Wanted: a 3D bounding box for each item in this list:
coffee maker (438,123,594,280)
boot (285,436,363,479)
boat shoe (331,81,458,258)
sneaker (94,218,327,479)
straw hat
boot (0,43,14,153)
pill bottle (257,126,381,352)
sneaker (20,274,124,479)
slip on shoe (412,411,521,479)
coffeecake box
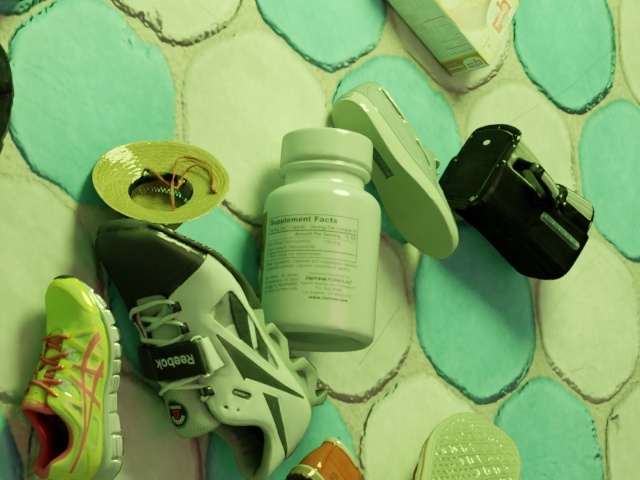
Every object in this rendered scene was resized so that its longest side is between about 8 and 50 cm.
[{"bbox_3d":[0.230,-0.029,2.278,0.171,0.120,0.178,-45,120,6],"label":"coffee maker"},{"bbox_3d":[0.032,0.293,2.050,0.158,0.059,0.084,59,44,-17],"label":"boot"},{"bbox_3d":[0.103,-0.088,2.167,0.081,0.079,0.227,-42,102,-42],"label":"boat shoe"},{"bbox_3d":[-0.123,0.118,1.884,0.330,0.122,0.146,48,51,-27],"label":"sneaker"},{"bbox_3d":[-0.166,-0.040,1.912,0.144,0.144,0.061,-37,150,-42],"label":"straw hat"},{"bbox_3d":[-0.402,-0.108,1.428,0.146,0.445,0.367,39,57,-33],"label":"boot"},{"bbox_3d":[0.000,0.000,2.021,0.131,0.131,0.229,17,71,-41],"label":"pill bottle"},{"bbox_3d":[-0.248,0.137,1.789,0.094,0.081,0.209,-4,86,-42],"label":"sneaker"},{"bbox_3d":[0.143,0.311,2.115,0.123,0.101,0.331,33,37,-2],"label":"slip on shoe"},{"bbox_3d":[0.157,-0.320,2.280,0.185,0.068,0.142,46,53,-29],"label":"coffeecake box"}]
